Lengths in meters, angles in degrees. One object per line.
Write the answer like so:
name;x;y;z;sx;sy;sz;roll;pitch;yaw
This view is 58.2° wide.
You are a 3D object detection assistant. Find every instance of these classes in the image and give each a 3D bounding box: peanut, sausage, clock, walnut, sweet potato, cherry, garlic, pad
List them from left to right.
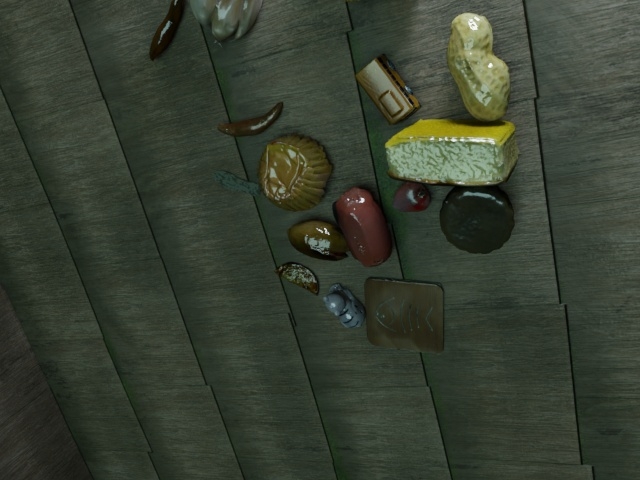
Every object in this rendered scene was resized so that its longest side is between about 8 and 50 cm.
sweet potato;-0.515;-0.717;1.938;0.057;0.057;0.264;39;117;2
garlic;-0.309;-0.764;1.804;0.237;0.210;0.292;28;122;-31
sweet potato;-0.233;-0.395;1.961;0.255;0.058;0.078;-14;86;23
walnut;0.000;0.000;1.995;0.245;0.137;0.137;17;117;15
clock;0.084;0.249;2.073;0.176;0.117;0.080;48;121;-4
sausage;0.145;-0.040;1.905;0.152;0.152;0.279;-12;111;26
pad;0.296;0.269;2.051;0.284;0.018;0.286;4;113;21
cherry;0.292;-0.143;1.837;0.126;0.087;0.106;3;121;41
peanut;0.438;-0.480;1.599;0.147;0.147;0.305;-24;92;29

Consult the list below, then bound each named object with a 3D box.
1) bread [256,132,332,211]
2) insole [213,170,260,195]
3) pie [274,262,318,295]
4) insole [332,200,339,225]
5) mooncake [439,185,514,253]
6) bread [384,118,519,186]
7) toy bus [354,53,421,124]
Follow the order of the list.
bread;-0.103;-0.220;1.932;0.274;0.149;0.274;8;109;23
insole;-0.305;-0.208;2.099;0.193;0.006;0.065;19;117;14
pie;-0.083;0.131;2.141;0.191;0.033;0.088;28;116;10
insole;0.109;-0.037;2.005;0.080;0.003;0.232;-20;104;28
mooncake;0.481;-0.077;1.769;0.228;0.124;0.228;9;119;16
bread;0.378;-0.251;1.619;0.324;0.333;0.143;5;111;24
toy bus;0.203;-0.447;1.724;0.098;0.114;0.201;-34;96;31
